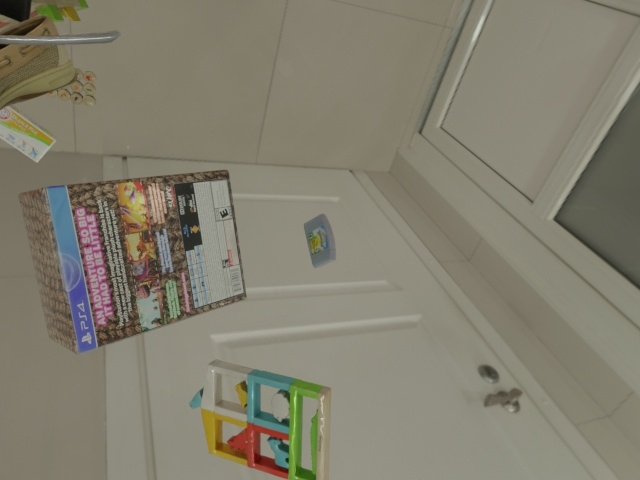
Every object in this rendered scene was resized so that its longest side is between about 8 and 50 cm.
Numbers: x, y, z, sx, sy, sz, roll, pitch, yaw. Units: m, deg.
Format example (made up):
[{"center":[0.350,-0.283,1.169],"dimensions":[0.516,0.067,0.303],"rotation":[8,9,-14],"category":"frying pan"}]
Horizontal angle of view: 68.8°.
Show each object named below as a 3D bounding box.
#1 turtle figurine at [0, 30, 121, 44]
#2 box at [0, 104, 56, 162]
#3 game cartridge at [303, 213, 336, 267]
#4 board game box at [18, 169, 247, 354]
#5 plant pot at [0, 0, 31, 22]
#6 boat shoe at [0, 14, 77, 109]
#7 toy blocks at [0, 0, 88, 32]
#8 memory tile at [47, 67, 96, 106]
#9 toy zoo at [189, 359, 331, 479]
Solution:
[{"center":[-0.336,-0.236,0.382],"dimensions":[0.266,0.275,0.198],"rotation":[-8,115,14],"category":"turtle figurine"},{"center":[-1.030,-0.378,1.601],"dimensions":[0.103,0.114,0.203],"rotation":[-51,123,-4],"category":"box"},{"center":[0.000,0.000,0.794],"dimensions":[0.017,0.083,0.056],"rotation":[1,160,-46],"category":"game cartridge"},{"center":[-0.291,0.016,0.765],"dimensions":[0.291,0.141,0.232],"rotation":[-14,101,-43],"category":"board game box"},{"center":[-0.601,-0.514,0.803],"dimensions":[0.188,0.187,0.167],"rotation":[9,116,-47],"category":"plant pot"},{"center":[-0.506,-0.233,0.656],"dimensions":[0.121,0.341,0.110],"rotation":[10,128,17],"category":"boat shoe"},{"center":[-0.981,-0.758,1.509],"dimensions":[0.260,0.381,0.191],"rotation":[-17,111,13],"category":"toy blocks"},{"center":[-0.756,-0.470,1.412],"dimensions":[0.147,0.012,0.113],"rotation":[11,124,-13],"category":"memory tile"},{"center":[-0.121,0.337,0.881],"dimensions":[0.030,0.293,0.193],"rotation":[-22,115,-64],"category":"toy zoo"}]
